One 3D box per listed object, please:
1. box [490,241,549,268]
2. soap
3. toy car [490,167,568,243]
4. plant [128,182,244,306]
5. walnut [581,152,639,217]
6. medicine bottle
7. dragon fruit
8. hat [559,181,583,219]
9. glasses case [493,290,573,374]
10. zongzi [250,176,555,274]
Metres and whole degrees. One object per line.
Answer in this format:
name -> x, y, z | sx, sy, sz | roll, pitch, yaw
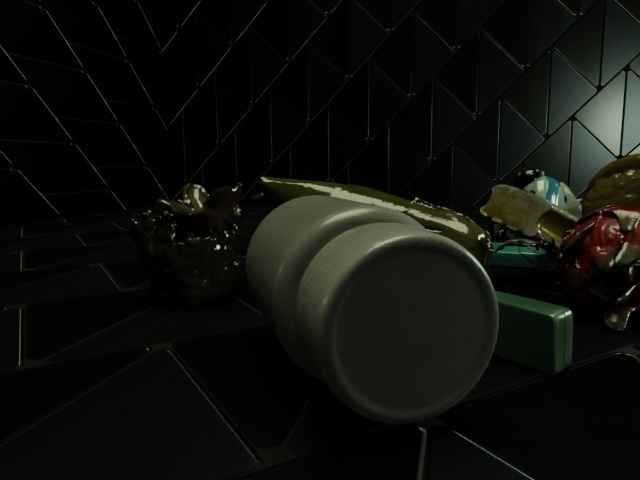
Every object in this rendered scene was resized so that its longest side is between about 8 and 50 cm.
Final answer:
box -> 0.449, 0.032, 1.288 | 0.230, 0.041, 0.162 | 3, 9, 19
soap -> 0.491, -0.016, 1.064 | 0.274, 0.089, 0.173 | 23, 9, -29
toy car -> 0.585, -0.065, 1.385 | 0.190, 0.188, 0.255 | 16, -22, 1
plant -> -0.246, 0.003, 0.953 | 0.178, 0.233, 0.204 | -15, 21, -39
walnut -> 0.872, -0.099, 1.349 | 0.333, 0.332, 0.333 | -1, 9, 0
medicine bottle -> 0.036, 0.058, 0.601 | 0.209, 0.208, 0.340 | -3, 9, -16
dragon fruit -> 0.489, 0.038, 0.826 | 0.192, 0.193, 0.274 | 36, 25, 21
hat -> 0.891, -0.087, 1.748 | 0.275, 0.160, 0.232 | 27, 15, 15
glasses case -> 0.235, 0.110, 0.668 | 0.040, 0.077, 0.184 | -10, 12, -32
zongzi -> 0.139, -0.014, 0.937 | 0.418, 0.181, 0.447 | 23, -7, -37
